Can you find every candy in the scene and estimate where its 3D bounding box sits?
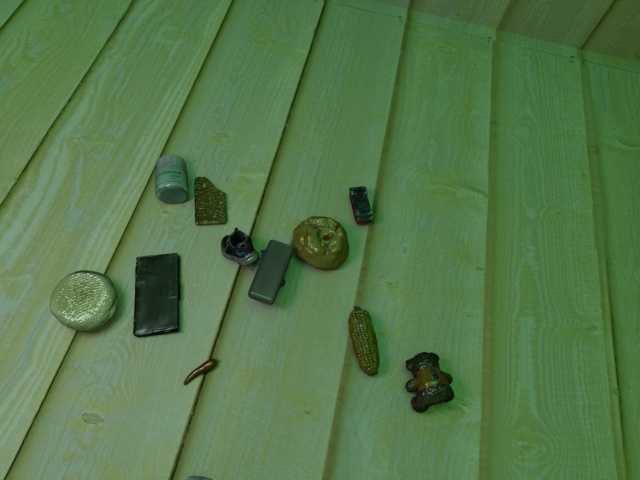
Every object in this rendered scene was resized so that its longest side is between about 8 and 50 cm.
[{"bbox_3d":[-0.210,0.119,1.882,0.092,0.073,0.160,-26,68,-17],"label":"candy"}]

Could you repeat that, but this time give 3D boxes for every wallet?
[{"bbox_3d":[-0.607,0.197,1.807,0.169,0.044,0.317,-7,61,-6],"label":"wallet"}]

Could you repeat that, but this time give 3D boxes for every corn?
[{"bbox_3d":[0.161,0.364,1.782,0.097,0.097,0.262,-8,65,-11],"label":"corn"}]

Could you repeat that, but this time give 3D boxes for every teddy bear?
[{"bbox_3d":[0.385,0.490,1.723,0.177,0.140,0.190,-13,55,-10],"label":"teddy bear"}]

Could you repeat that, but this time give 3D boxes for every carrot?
[{"bbox_3d":[-0.419,0.455,1.696,0.142,0.035,0.035,-32,69,-14],"label":"carrot"}]

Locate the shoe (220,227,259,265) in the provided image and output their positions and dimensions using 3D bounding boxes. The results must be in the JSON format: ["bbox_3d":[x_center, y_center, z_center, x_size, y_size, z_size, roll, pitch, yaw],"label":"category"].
[{"bbox_3d":[-0.328,0.010,1.862,0.099,0.126,0.227,-40,40,-23],"label":"shoe"}]

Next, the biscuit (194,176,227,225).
[{"bbox_3d":[-0.462,-0.168,2.037,0.131,0.026,0.237,-3,61,-11],"label":"biscuit"}]

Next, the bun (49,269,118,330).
[{"bbox_3d":[-0.824,0.217,1.718,0.220,0.134,0.220,4,65,-8],"label":"bun"}]

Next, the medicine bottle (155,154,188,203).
[{"bbox_3d":[-0.614,-0.253,2.005,0.135,0.135,0.169,-5,61,-10],"label":"medicine bottle"}]

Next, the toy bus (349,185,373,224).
[{"bbox_3d":[0.171,-0.143,2.071,0.079,0.077,0.174,-6,63,-10],"label":"toy bus"}]

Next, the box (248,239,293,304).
[{"bbox_3d":[-0.183,0.116,1.814,0.103,0.055,0.244,19,60,1],"label":"box"}]

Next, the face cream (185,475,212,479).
[{"bbox_3d":[-0.373,0.773,1.491,0.095,0.091,0.091,15,60,10],"label":"face cream"}]

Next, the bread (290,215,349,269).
[{"bbox_3d":[0.000,0.000,1.940,0.244,0.134,0.244,5,59,-8],"label":"bread"}]
